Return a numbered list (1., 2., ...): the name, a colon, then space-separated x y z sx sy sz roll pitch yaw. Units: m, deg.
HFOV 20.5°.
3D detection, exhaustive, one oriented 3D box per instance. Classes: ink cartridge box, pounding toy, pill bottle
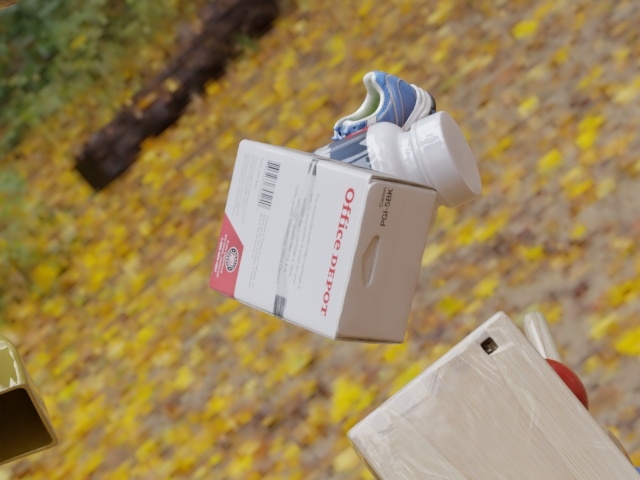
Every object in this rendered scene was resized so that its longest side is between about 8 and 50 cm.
1. ink cartridge box: 0.000 0.000 1.071 0.135 0.056 0.099 20 98 51
2. pounding toy: 0.083 0.089 0.670 0.100 0.130 0.141 -38 -17 -4
3. pill bottle: 0.042 -0.041 1.539 0.180 0.108 0.108 -23 18 18

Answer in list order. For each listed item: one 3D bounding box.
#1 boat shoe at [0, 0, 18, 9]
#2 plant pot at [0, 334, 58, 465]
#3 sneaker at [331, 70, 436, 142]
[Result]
1. boat shoe: -0.131 -0.235 0.777 0.113 0.103 0.302 30 -106 -66
2. plant pot: -0.268 0.126 1.437 0.081 0.081 0.083 -19 43 -2
3. sneaker: 0.039 -0.085 1.890 0.080 0.081 0.211 1 60 62
